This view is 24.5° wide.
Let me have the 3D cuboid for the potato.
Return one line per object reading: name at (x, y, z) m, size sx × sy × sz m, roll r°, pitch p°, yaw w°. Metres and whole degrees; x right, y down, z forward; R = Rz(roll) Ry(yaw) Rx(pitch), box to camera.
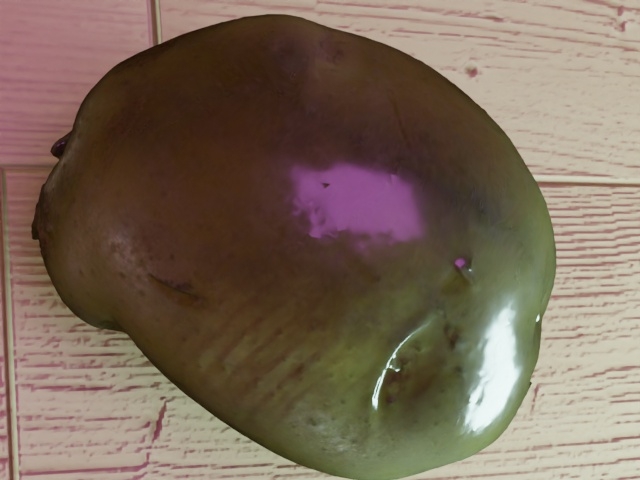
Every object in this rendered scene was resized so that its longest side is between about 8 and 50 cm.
potato at (0.000, 0.000, 0.890) m, size 0.326 × 0.221 × 0.243 m, roll 36°, pitch 109°, yaw -13°
